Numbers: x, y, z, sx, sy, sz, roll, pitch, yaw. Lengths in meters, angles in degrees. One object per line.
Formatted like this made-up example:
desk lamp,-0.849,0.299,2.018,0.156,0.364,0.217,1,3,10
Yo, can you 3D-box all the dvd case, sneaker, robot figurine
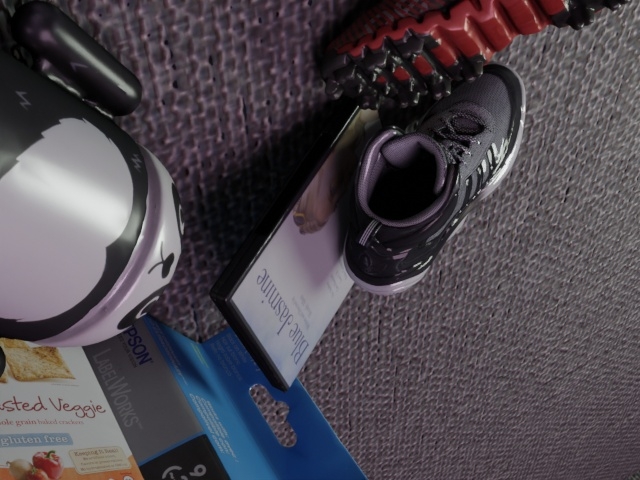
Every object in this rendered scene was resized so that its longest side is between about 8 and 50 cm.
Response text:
dvd case,0.000,0.000,0.785,0.253,0.022,0.180,-57,149,-23
sneaker,0.119,-0.211,0.698,0.276,0.135,0.098,-24,154,20
robot figurine,-0.214,-0.029,0.542,0.209,0.173,0.278,-34,144,15
sneaker,0.113,-0.078,0.758,0.268,0.101,0.153,-55,166,-12

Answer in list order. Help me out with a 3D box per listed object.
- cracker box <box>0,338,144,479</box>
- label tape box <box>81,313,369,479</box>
cracker box,-0.248,0.125,0.625,0.156,0.232,0.067,12,119,-46
label tape box,-0.166,0.199,0.756,0.348,0.249,0.115,-27,142,-15
